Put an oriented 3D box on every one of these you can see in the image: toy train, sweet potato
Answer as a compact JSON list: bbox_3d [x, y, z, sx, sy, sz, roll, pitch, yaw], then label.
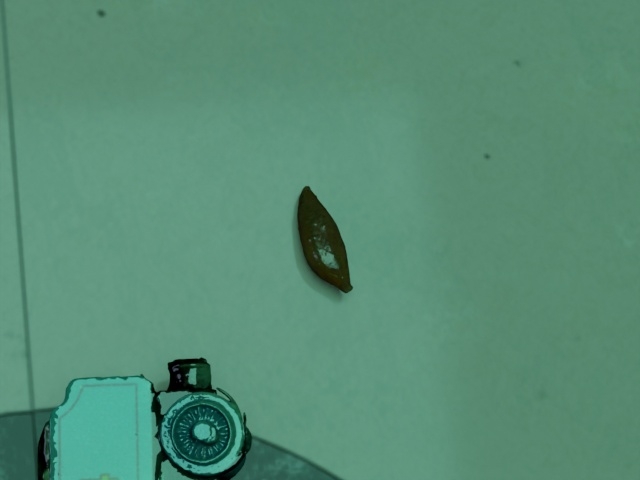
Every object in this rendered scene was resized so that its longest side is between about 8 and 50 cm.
[{"bbox_3d":[-0.126,0.184,1.276,0.154,0.107,0.198,-2,77,-3],"label":"toy train"},{"bbox_3d":[0.000,0.000,1.378,0.034,0.034,0.095,-18,70,-14],"label":"sweet potato"}]
